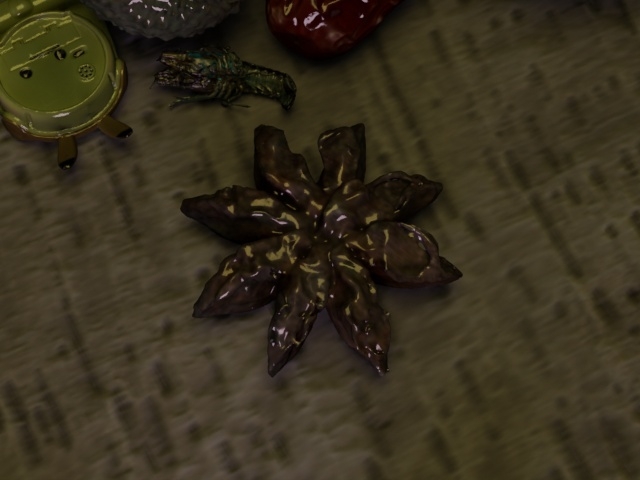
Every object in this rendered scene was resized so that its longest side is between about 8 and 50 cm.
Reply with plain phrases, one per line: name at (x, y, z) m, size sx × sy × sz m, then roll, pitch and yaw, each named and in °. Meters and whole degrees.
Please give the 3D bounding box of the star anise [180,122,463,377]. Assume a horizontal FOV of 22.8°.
star anise at (-0.002, -0.002, 1.785) m, size 0.331 × 0.118 × 0.332 m, roll 2°, pitch 65°, yaw -4°

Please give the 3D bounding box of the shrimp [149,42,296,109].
shrimp at (-0.114, -0.189, 1.899) m, size 0.174 × 0.076 × 0.082 m, roll 11°, pitch 109°, yaw -1°

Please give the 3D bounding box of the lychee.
lychee at (-0.187, -0.365, 1.852) m, size 0.255 × 0.255 × 0.274 m, roll -17°, pitch 33°, yaw -7°

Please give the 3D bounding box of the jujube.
jujube at (0.035, -0.321, 1.899) m, size 0.155 × 0.155 × 0.230 m, roll 34°, pitch 78°, yaw 12°

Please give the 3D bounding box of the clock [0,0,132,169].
clock at (-0.309, -0.190, 1.882) m, size 0.170 × 0.069 × 0.232 m, roll -28°, pitch 71°, yaw -11°
